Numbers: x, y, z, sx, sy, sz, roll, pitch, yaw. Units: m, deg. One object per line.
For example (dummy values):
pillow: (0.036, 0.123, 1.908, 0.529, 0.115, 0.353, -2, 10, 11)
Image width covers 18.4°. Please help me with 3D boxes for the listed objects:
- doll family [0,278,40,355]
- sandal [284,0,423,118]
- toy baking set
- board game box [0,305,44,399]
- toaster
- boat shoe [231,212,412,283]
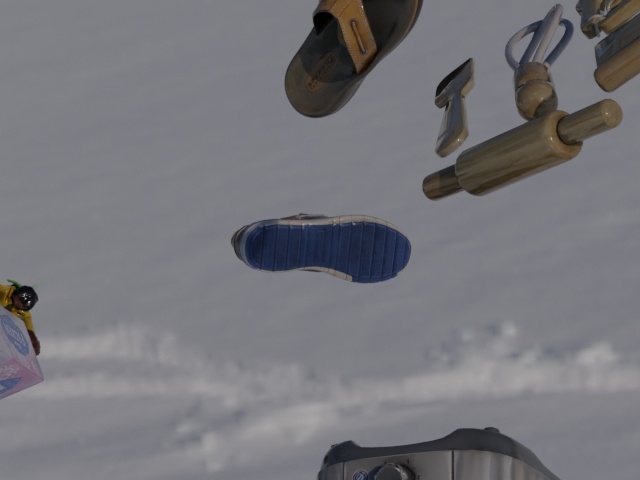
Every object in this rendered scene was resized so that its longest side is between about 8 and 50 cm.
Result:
doll family: (-0.325, 0.045, 1.863, 0.111, 0.193, 0.076, -20, 31, 33)
sandal: (0.020, -0.190, 1.741, 0.060, 0.090, 0.219, -15, -26, -46)
toy baking set: (0.141, -0.097, 1.194, 0.256, 0.030, 0.197, -26, 22, 47)
board game box: (-0.422, 0.121, 1.624, 0.318, 0.066, 0.318, -23, -17, 3)
toaster: (0.082, 0.204, 1.076, 0.129, 0.146, 0.227, -8, -28, 25)
boat shoe: (0.000, 0.000, 1.912, 0.183, 0.066, 0.066, 6, 8, -27)
